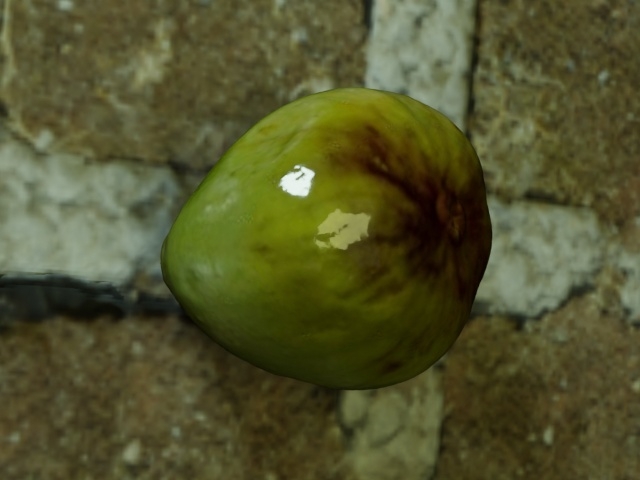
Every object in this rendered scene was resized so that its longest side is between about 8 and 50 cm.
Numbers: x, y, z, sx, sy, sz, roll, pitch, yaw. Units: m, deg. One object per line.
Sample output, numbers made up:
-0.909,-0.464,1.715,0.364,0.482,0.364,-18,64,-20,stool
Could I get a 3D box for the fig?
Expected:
0.009,0.000,0.820,0.153,0.121,0.136,1,87,-29,fig
